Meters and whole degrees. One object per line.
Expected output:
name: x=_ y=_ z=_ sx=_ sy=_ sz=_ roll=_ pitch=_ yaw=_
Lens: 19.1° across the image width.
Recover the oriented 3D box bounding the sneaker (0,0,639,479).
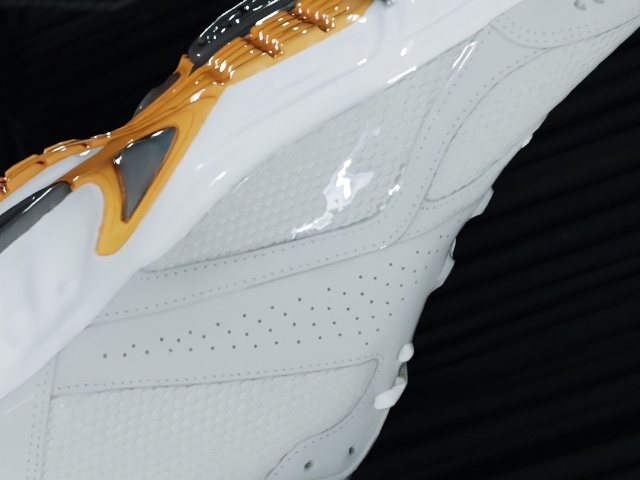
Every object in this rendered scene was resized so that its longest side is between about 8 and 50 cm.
sneaker: x=0.000 y=0.000 z=0.512 sx=0.121 sy=0.262 sz=0.099 roll=55 pitch=-177 yaw=-18
